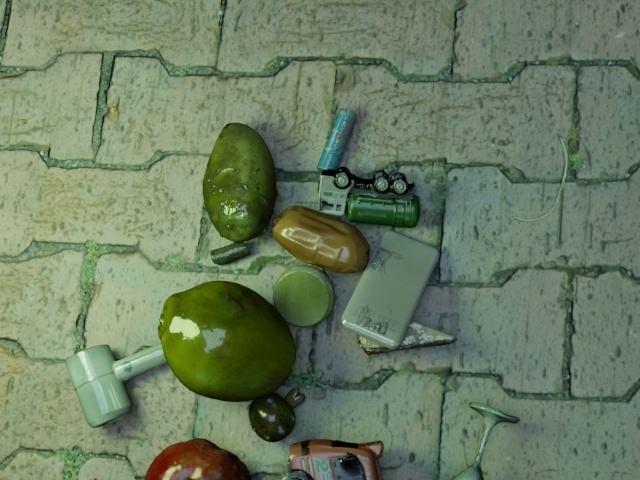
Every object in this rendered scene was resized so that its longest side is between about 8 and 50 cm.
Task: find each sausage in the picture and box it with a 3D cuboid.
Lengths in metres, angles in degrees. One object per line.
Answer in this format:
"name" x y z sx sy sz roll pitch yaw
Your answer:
"sausage" 0.000 -0.001 1.932 0.241 0.136 0.120 22 91 14

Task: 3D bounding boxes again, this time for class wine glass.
"wine glass" 0.339 0.474 1.811 0.156 0.156 0.232 19 78 9

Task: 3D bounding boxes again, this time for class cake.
"cake" 0.183 0.229 1.892 0.220 0.086 0.117 24 83 10

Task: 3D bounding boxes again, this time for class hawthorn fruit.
"hawthorn fruit" -0.271 0.536 1.795 0.242 0.271 0.242 -3 70 8

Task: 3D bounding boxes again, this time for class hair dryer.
"hair dryer" -0.394 0.287 1.946 0.357 0.107 0.173 -23 81 -5

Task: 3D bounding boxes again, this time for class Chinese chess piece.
"Chinese chess piece" -0.037 0.127 1.930 0.144 0.058 0.144 2 100 12

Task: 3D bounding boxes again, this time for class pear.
"pear" -0.203 0.219 1.841 0.321 0.269 0.269 26 83 -16

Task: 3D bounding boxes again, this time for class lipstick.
"lipstick" 0.040 -0.236 2.007 0.048 0.048 0.158 20 83 9

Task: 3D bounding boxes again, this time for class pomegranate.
"pomegranate" -0.094 0.385 1.890 0.142 0.114 0.114 -35 78 -24

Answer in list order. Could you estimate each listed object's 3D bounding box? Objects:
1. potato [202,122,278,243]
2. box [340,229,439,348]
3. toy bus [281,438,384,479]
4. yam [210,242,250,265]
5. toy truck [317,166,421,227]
"potato" -0.190 -0.136 1.970 0.176 0.141 0.298 -5 67 7
"box" 0.159 0.104 1.883 0.142 0.044 0.285 22 56 11
"toy bus" 0.052 0.632 1.782 0.233 0.203 0.427 -10 80 0
"yam" -0.214 0.030 1.992 0.094 0.043 0.043 -21 79 1
"toy truck" 0.113 -0.098 1.942 0.242 0.101 0.125 7 104 1
